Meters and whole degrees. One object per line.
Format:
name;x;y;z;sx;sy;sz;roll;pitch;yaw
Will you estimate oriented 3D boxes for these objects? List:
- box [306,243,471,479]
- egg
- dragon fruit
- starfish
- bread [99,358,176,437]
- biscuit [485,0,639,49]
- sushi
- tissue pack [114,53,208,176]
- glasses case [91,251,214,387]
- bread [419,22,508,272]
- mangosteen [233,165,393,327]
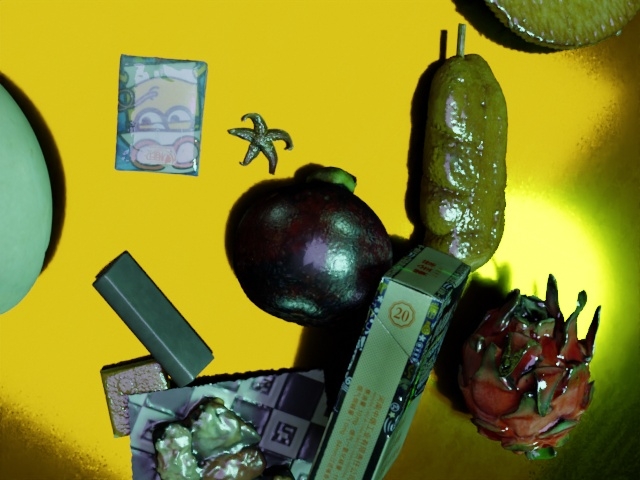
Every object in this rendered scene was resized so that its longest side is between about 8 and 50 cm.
box;0.090;0.175;1.546;0.084;0.198;0.310;23;107;13
egg;-0.470;-0.058;1.441;0.278;0.278;0.336;-21;98;-6
dragon fruit;0.281;0.169;1.610;0.192;0.193;0.274;-8;107;-22
starfish;-0.079;-0.132;1.616;0.078;0.028;0.091;-24;101;0
bread;-0.248;0.213;1.618;0.090;0.035;0.094;-12;97;-8
biscuit;0.328;-0.409;1.624;0.305;0.038;0.305;-1;93;-20
sushi;-0.110;0.338;1.618;0.294;0.059;0.292;-6;99;-15
tissue pack;-0.211;-0.166;1.574;0.115;0.065;0.155;4;94;-7
glasses case;-0.224;0.108;1.595;0.042;0.072;0.191;-33;100;39
bread;0.191;-0.123;1.629;0.124;0.084;0.344;-3;96;-30
mangosteen;-0.006;0.006;1.546;0.216;0.216;0.216;-1;95;-8
